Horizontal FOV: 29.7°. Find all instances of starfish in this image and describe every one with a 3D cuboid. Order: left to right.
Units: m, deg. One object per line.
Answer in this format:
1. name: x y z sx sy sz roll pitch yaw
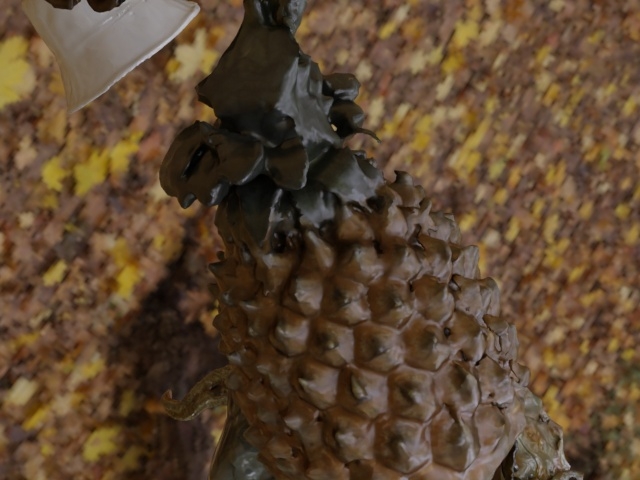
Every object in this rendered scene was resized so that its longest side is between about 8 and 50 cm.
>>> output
1. starfish: -0.060 0.198 1.641 0.375 0.327 0.094 -19 170 25

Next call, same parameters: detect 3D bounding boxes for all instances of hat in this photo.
1. hat: -0.237 -0.241 1.293 0.203 0.126 0.203 -32 -160 14

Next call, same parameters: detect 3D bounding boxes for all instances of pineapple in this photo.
1. pineapple: -0.002 0.001 0.820 0.223 0.223 0.357 -44 118 -40

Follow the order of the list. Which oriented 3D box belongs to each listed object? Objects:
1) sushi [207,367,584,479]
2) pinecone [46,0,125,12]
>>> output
1. sushi: 0.059 0.272 1.097 0.176 0.417 0.417 5 117 -57
2. pinecone: -0.175 -0.306 0.986 0.246 0.246 0.292 96 9 -57
